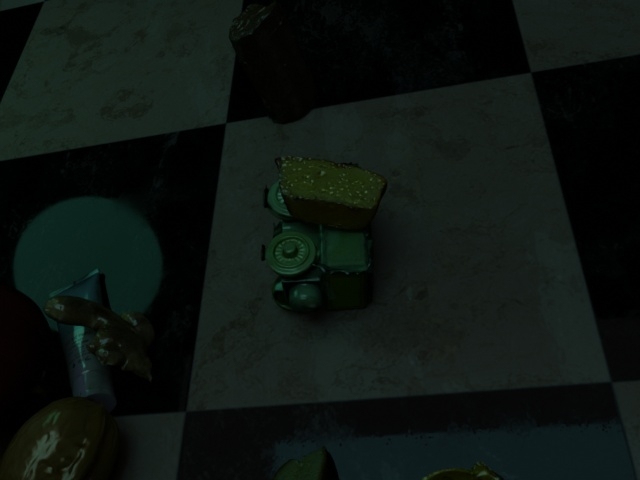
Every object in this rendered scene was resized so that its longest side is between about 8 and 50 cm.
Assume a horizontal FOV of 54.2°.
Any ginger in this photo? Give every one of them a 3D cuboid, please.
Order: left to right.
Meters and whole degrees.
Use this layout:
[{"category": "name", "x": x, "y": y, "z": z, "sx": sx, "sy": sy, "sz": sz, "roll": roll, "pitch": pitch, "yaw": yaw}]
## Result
[{"category": "ginger", "x": -0.378, "y": 0.159, "z": 1.081, "sx": 0.214, "sy": 0.059, "sz": 0.133, "roll": 24, "pitch": 33, "yaw": -16}]

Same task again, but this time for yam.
[{"category": "yam", "x": -0.100, "y": -0.379, "z": 1.324, "sx": 0.128, "sy": 0.238, "sz": 0.129, "roll": -19, "pitch": 46, "yaw": 11}]

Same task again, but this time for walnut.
[{"category": "walnut", "x": -0.398, "y": 0.339, "z": 0.956, "sx": 0.159, "sy": 0.159, "sz": 0.207, "roll": 18, "pitch": 62, "yaw": 26}]

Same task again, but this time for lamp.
[{"category": "lamp", "x": -0.587, "y": 0.212, "z": 1.030, "sx": 0.303, "sy": 0.257, "sz": 0.303, "roll": -38, "pitch": 26, "yaw": 23}]

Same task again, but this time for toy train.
[{"category": "toy train", "x": 0.000, "y": 0.000, "z": 1.083, "sx": 0.188, "sy": 0.159, "sz": 0.272, "roll": -4, "pitch": 55, "yaw": 2}]

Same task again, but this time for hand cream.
[{"category": "hand cream", "x": -0.434, "y": 0.182, "z": 1.147, "sx": 0.111, "sy": 0.070, "sz": 0.312, "roll": -28, "pitch": 45, "yaw": -2}]

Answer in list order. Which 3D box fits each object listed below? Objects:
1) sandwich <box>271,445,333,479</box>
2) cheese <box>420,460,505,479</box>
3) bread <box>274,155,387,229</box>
[{"category": "sandwich", "x": -0.021, "y": 0.399, "z": 0.849, "sx": 0.090, "sy": 0.088, "sz": 0.245, "roll": -16, "pitch": 54, "yaw": 10}, {"category": "cheese", "x": 0.156, "y": 0.405, "z": 0.811, "sx": 0.156, "sy": 0.064, "sz": 0.250, "roll": 33, "pitch": 80, "yaw": 33}, {"category": "bread", "x": 0.011, "y": -0.079, "z": 1.008, "sx": 0.187, "sy": 0.065, "sz": 0.103, "roll": 10, "pitch": 54, "yaw": -1}]
